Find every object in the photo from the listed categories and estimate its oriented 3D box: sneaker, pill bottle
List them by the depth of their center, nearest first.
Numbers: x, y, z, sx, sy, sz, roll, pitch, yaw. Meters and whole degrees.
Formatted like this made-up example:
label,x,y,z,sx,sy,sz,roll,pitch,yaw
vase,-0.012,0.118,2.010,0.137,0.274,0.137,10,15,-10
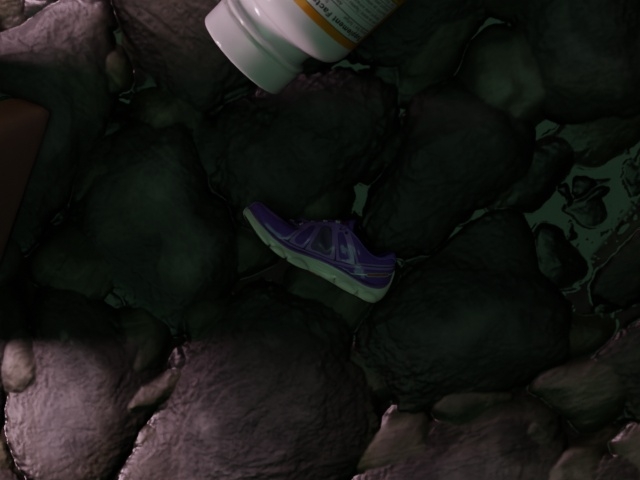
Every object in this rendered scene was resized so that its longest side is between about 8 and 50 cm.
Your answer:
label,x,y,z,sx,sy,sz,roll,pitch,yaw
pill bottle,0.013,-0.255,1.049,0.246,0.136,0.136,-41,95,16
sneaker,0.000,0.000,1.163,0.170,0.068,0.071,27,91,-8

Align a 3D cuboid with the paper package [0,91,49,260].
label,x,y,z,sx,sy,sz,roll,pitch,yaw
paper package,-0.432,-0.004,1.080,0.168,0.325,0.309,25,107,2
